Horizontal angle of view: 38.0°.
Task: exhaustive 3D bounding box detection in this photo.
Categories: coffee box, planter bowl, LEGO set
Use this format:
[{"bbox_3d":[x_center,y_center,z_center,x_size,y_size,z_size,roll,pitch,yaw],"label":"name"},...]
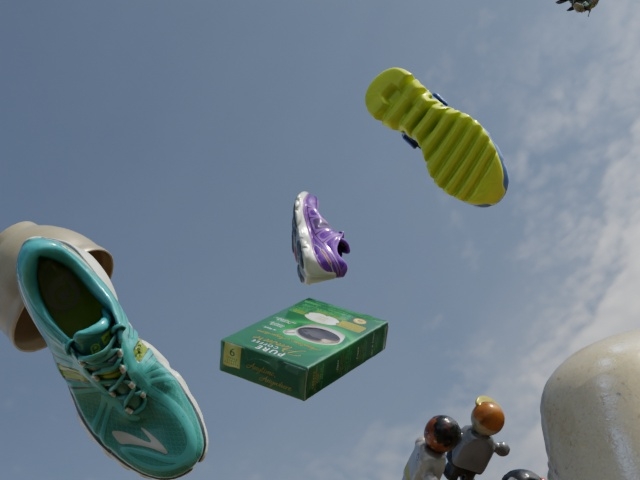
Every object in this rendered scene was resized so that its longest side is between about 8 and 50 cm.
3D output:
[{"bbox_3d":[-0.015,0.115,1.026,0.184,0.113,0.040,-22,-58,-58],"label":"coffee box"},{"bbox_3d":[-0.357,0.044,1.167,0.162,0.109,0.162,-47,-15,-17],"label":"planter bowl"},{"bbox_3d":[0.209,-0.202,0.739,0.083,0.054,0.023,-50,-41,-30],"label":"LEGO set"}]

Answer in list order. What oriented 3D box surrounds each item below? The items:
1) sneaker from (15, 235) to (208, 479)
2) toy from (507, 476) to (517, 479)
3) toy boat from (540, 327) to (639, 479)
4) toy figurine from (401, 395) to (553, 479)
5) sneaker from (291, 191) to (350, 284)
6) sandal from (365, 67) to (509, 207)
[{"bbox_3d":[-0.209,0.116,0.890,0.107,0.275,0.110,-36,-1,-14],"label":"sneaker"},{"bbox_3d":[0.179,0.348,0.920,0.056,0.137,0.237,-39,-17,-41],"label":"toy"},{"bbox_3d":[0.296,0.173,0.565,0.318,0.267,0.148,-4,-39,-15],"label":"toy boat"},{"bbox_3d":[0.229,0.315,1.242,0.213,0.209,0.148,-1,-59,-48],"label":"toy figurine"},{"bbox_3d":[0.000,0.000,1.200,0.071,0.170,0.068,-1,-52,-9],"label":"sneaker"},{"bbox_3d":[0.218,-0.176,1.611,0.126,0.317,0.138,-46,-30,16],"label":"sandal"}]
